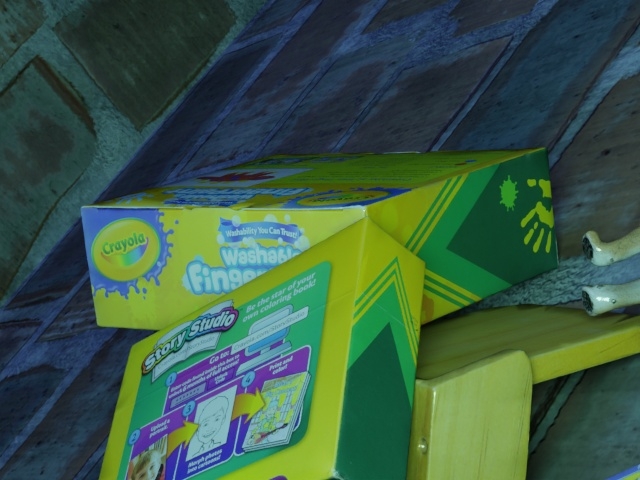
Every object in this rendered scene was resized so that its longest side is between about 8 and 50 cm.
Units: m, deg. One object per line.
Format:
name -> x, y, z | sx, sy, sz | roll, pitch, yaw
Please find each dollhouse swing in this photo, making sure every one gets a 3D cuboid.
dollhouse swing -> 0.155, 0.224, 1.819 | 0.347, 0.305, 0.315 | 2, 89, 62

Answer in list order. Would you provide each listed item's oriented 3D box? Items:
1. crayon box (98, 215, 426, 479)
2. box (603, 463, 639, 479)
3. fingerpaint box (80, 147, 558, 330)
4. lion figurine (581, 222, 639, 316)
crayon box -> -0.067, 0.185, 1.702 | 0.363, 0.106, 0.313 | -28, 36, 35
box -> 0.273, 0.279, 1.511 | 0.105, 0.043, 0.179 | -30, 25, 27
fingerpaint box -> 0.000, 0.000, 2.045 | 0.445, 0.163, 0.371 | 1, 12, 39
lion figurine -> 0.406, 0.036, 1.660 | 0.240, 0.142, 0.392 | -15, 33, -10
